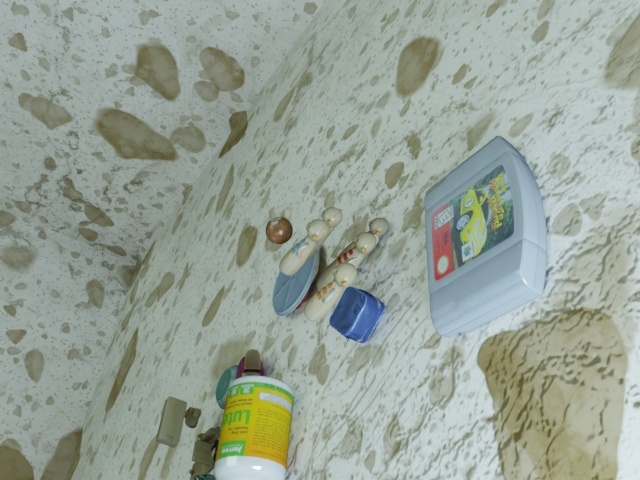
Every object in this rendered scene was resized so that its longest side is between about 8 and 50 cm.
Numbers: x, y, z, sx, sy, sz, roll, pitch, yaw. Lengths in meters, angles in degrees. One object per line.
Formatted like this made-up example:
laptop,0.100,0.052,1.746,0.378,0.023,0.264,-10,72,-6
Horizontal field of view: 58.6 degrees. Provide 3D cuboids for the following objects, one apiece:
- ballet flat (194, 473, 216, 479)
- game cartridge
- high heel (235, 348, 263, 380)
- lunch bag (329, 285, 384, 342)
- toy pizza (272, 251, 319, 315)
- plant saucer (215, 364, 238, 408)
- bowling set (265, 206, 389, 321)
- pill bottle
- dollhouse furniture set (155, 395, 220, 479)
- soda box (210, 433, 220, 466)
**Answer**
ballet flat,-0.296,0.629,1.306,0.070,0.070,0.188,-22,47,57
game cartridge,0.245,-0.018,0.870,0.196,0.060,0.294,-37,35,39
high heel,-0.173,0.380,1.317,0.117,0.082,0.244,110,161,-59
lunch bag,0.069,0.141,1.053,0.067,0.065,0.098,33,95,51
toy pizza,-0.055,0.093,1.392,0.201,0.032,0.201,-47,28,34
plant saucer,-0.248,0.383,1.507,0.119,0.021,0.119,-45,30,36
bowling set,0.000,0.000,1.070,0.154,0.200,0.287,-50,2,24
pill bottle,-0.130,0.401,1.105,0.136,0.136,0.246,-41,32,41
dollhouse furniture set,-0.351,0.505,1.437,0.123,0.151,0.144,-47,26,33
soda box,-0.192,0.493,1.235,0.053,0.060,0.169,-60,24,9
